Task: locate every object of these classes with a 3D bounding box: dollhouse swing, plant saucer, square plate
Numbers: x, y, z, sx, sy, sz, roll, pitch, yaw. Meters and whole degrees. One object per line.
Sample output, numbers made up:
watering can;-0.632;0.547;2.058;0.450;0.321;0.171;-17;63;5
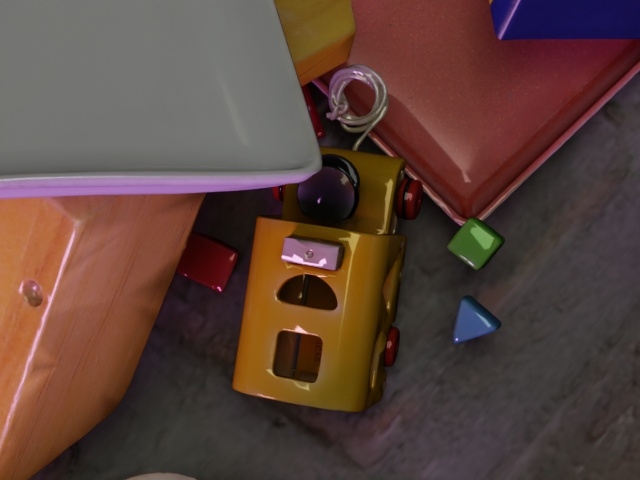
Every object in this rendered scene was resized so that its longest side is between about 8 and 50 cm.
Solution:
dollhouse swing;-0.199;-0.075;1.071;0.347;0.305;0.315;36;122;21
plant saucer;0.102;-0.175;1.137;0.259;0.048;0.258;-43;79;-10
square plate;-0.201;-0.139;0.915;0.347;0.049;0.344;-3;49;-14

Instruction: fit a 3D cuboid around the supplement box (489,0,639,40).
supplement box;0.204;-0.330;1.056;0.194;0.195;0.356;-2;67;-11

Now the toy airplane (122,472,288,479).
toy airplane;0.063;0.266;0.860;0.386;0.272;0.384;-8;50;3

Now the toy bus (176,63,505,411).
toy bus;0.004;0.013;1.040;0.191;0.104;0.202;-38;83;11

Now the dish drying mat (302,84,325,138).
dish drying mat;-0.025;-0.107;1.141;0.032;0.008;0.083;-20;77;-3
